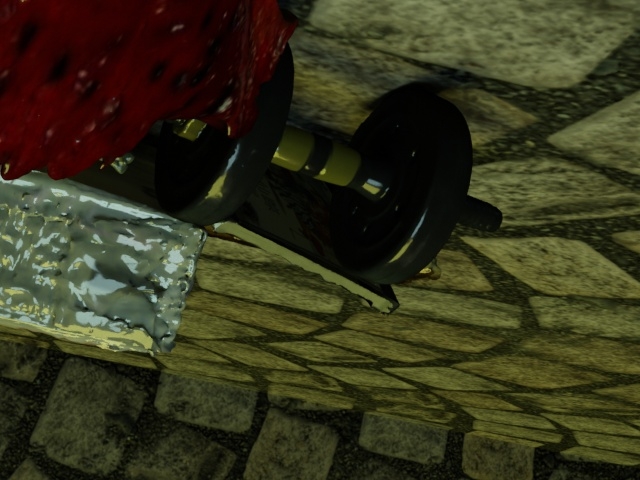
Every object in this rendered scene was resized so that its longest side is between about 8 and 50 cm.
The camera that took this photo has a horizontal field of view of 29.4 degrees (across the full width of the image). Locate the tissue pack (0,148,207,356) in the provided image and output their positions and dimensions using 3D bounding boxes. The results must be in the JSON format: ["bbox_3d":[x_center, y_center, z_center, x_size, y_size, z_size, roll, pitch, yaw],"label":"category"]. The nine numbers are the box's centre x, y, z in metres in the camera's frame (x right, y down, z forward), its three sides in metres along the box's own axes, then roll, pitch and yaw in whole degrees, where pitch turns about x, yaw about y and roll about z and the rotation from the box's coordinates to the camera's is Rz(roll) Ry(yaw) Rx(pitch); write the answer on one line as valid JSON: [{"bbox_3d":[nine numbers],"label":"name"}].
[{"bbox_3d":[-0.231,-0.025,0.961,0.242,0.125,0.344,17,-174,-15],"label":"tissue pack"}]

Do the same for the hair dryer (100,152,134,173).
[{"bbox_3d":[-0.205,-0.106,0.805,0.237,0.075,0.206,35,178,18],"label":"hair dryer"}]

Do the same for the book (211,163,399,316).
[{"bbox_3d":[-0.031,-0.033,0.991,0.026,0.157,0.231,-41,141,18],"label":"book"}]

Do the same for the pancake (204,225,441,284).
[{"bbox_3d":[0.000,0.000,1.279,0.266,0.057,0.244,12,174,10],"label":"pancake"}]

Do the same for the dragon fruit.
[{"bbox_3d":[-0.137,-0.183,0.592,0.286,0.228,0.329,38,-161,24],"label":"dragon fruit"}]

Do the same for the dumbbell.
[{"bbox_3d":[-0.006,-0.059,0.837,0.325,0.143,0.143,18,163,-28],"label":"dumbbell"}]
